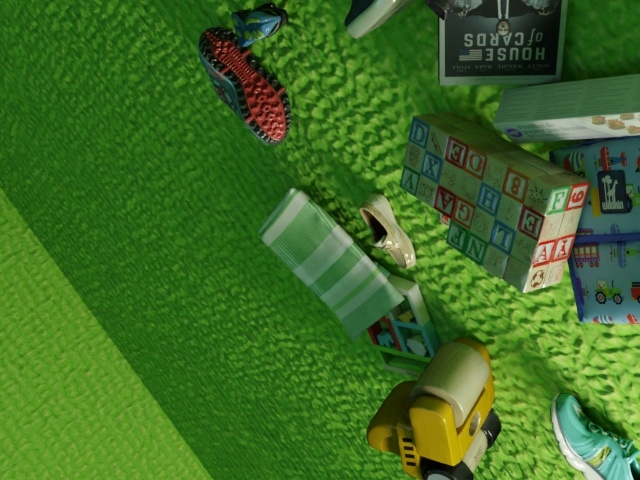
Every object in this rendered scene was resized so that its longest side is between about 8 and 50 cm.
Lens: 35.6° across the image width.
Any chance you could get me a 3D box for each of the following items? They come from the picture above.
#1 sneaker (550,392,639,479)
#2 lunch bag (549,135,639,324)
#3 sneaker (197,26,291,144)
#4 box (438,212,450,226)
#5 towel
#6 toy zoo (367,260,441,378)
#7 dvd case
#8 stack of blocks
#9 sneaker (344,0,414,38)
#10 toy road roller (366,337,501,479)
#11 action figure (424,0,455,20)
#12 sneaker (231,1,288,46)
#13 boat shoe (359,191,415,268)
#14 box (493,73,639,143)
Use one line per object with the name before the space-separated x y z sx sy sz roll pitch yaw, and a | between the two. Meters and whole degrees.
sneaker | 0.524 0.381 1.827 0.275 0.107 0.110 49 130 -6
lunch bag | 0.463 -0.035 1.447 0.221 0.138 0.293 -5 105 56
sneaker | -0.149 -0.303 1.991 0.262 0.104 0.125 57 166 -2
box | 0.264 -0.088 1.707 0.114 0.036 0.207 33 145 28
towel | 0.013 0.050 2.110 0.325 0.038 0.248 48 148 5
toy zoo | 0.160 0.168 2.117 0.192 0.030 0.293 8 129 49
dvd case | 0.253 -0.323 1.390 0.179 0.029 0.238 0 132 8
stack of blocks | 0.256 -0.067 1.550 0.297 0.087 0.171 37 127 42
sneaker | 0.107 -0.446 1.457 0.148 0.131 0.350 47 139 4
toy road roller | 0.214 0.350 2.028 0.241 0.202 0.329 14 134 29
action figure | 0.212 -0.420 1.255 0.185 0.285 0.099 44 -168 3
sneaker | -0.111 -0.399 1.840 0.188 0.078 0.067 19 128 64
boat shoe | 0.126 -0.010 1.947 0.063 0.059 0.170 -9 115 56
box | 0.390 -0.184 1.387 0.063 0.067 0.324 32 160 -37
